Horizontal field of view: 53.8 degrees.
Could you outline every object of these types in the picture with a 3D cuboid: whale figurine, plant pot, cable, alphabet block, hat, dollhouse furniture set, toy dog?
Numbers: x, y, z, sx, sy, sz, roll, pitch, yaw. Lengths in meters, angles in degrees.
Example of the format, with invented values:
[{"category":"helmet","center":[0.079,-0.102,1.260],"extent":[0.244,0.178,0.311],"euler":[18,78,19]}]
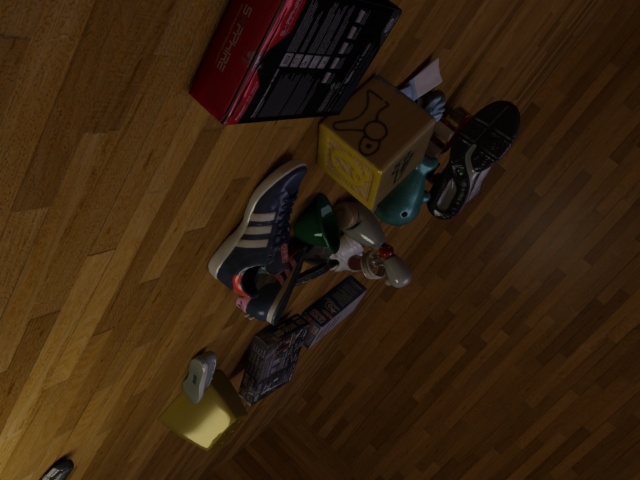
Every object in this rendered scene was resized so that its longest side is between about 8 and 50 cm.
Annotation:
[{"category":"whale figurine","center":[0.285,-0.163,2.080],"extent":[0.216,0.141,0.272],"euler":[21,122,-27]},{"category":"plant pot","center":[-0.369,0.574,2.096],"extent":[0.212,0.187,0.212],"euler":[-48,165,-1]},{"category":"cable","center":[-0.103,0.153,1.867],"extent":[0.287,0.072,0.139],"euler":[-23,-179,-26]},{"category":"alphabet block","center":[0.125,-0.228,1.478],"extent":[0.197,0.192,0.193],"euler":[-43,162,-18]},{"category":"hat","center":[-0.061,-0.024,1.745],"extent":[0.183,0.173,0.208],"euler":[-14,-178,15]},{"category":"dollhouse furniture set","center":[0.444,-0.329,2.231],"extent":[0.262,0.135,0.259],"euler":[-28,155,-53]},{"category":"toy dog","center":[0.134,0.012,1.963],"extent":[0.220,0.334,0.161],"euler":[2,150,-40]}]

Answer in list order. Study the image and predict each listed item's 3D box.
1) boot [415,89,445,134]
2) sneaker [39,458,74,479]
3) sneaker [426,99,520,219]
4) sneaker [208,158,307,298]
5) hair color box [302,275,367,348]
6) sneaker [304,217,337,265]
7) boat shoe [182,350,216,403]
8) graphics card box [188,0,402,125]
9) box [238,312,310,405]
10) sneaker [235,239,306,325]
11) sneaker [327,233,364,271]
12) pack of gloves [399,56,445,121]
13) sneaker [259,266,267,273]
[{"category":"boot","center":[0.282,-0.350,1.839],"extent":[0.208,0.076,0.190],"euler":[-39,150,-54]},{"category":"sneaker","center":[-0.669,0.672,1.592],"extent":[0.229,0.132,0.086],"euler":[-50,165,8]},{"category":"sneaker","center":[0.533,-0.289,2.196],"extent":[0.448,0.169,0.257],"euler":[-58,169,22]},{"category":"sneaker","center":[-0.107,-0.016,1.429],"extent":[0.350,0.148,0.131],"euler":[-55,164,23]},{"category":"hair color box","center":[0.044,0.308,2.760],"extent":[0.347,0.105,0.174],"euler":[-34,160,-44]},{"category":"sneaker","center":[0.000,0.000,1.913],"extent":[0.222,0.083,0.118],"euler":[143,-36,-64]},{"category":"boat shoe","center":[-0.362,0.420,1.937],"extent":[0.081,0.079,0.228],"euler":[-29,153,-41]},{"category":"graphics card box","center":[-0.026,-0.312,1.021],"extent":[0.371,0.094,0.233],"euler":[-23,150,-57]},{"category":"box","center":[-0.177,0.451,2.391],"extent":[0.242,0.076,0.308],"euler":[-22,138,-48]},{"category":"sneaker","center":[-0.128,0.090,1.755],"extent":[0.319,0.131,0.112],"euler":[-65,170,-50]},{"category":"sneaker","center":[0.081,0.055,2.277],"extent":[0.152,0.114,0.305],"euler":[-33,159,-4]},{"category":"pack of gloves","center":[0.258,-0.343,1.687],"extent":[0.232,0.046,0.195],"euler":[-39,142,-14]},{"category":"sneaker","center":[-0.155,0.061,1.547],"extent":[0.076,0.065,0.166],"euler":[-18,-175,-40]}]
